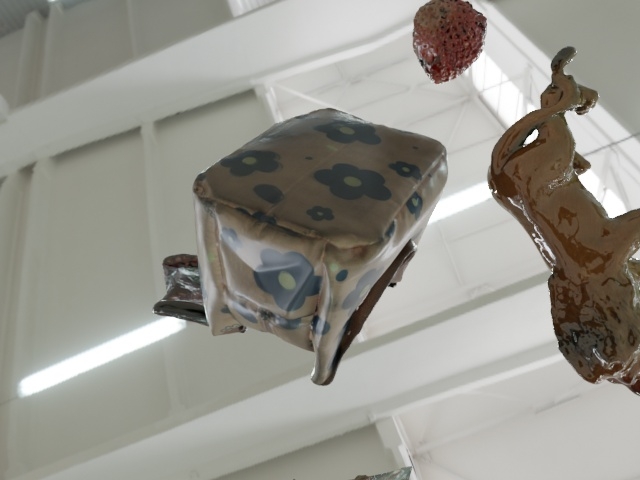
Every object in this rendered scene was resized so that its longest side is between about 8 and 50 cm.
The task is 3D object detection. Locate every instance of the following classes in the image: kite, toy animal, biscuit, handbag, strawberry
[{"bbox_3d":[0.026,0.363,0.800,0.229,0.016,0.127,-19,-175,41],"label":"kite"},{"bbox_3d":[0.240,-0.010,0.526,0.157,0.097,0.312,-26,-98,-19],"label":"toy animal"},{"bbox_3d":[-0.193,0.086,0.930,0.151,0.063,0.235,18,-161,-16],"label":"biscuit"},{"bbox_3d":[0.000,0.000,0.556,0.190,0.193,0.251,19,-144,19],"label":"handbag"},{"bbox_3d":[0.136,-0.213,0.602,0.083,0.083,0.096,12,-108,26],"label":"strawberry"}]
